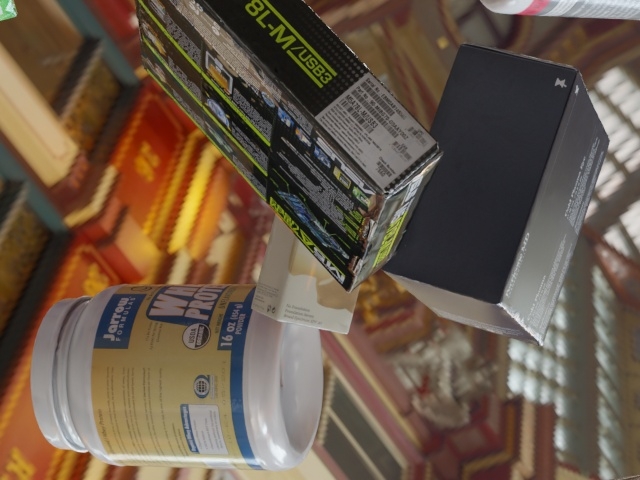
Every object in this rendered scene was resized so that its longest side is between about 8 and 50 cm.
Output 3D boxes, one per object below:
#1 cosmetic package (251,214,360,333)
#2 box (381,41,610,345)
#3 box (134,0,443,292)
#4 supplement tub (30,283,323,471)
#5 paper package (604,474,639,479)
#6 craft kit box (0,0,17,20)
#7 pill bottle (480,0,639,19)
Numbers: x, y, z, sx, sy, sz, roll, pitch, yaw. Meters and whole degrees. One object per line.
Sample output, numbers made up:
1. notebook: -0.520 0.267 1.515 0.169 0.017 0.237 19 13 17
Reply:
1. cosmetic package: 0.000 0.000 0.942 0.041 0.060 0.115 18 -85 59
2. box: 0.260 -0.058 2.003 0.179 0.312 0.343 17 -99 22
3. box: -0.025 -0.073 0.748 0.045 0.190 0.184 -41 170 -12
4. supplement tub: -0.110 0.106 1.103 0.200 0.144 0.144 -1 -142 16
5. paper package: 0.256 0.397 1.364 0.325 0.309 0.168 -11 169 -15
6. craft kit box: -0.398 -0.403 1.515 0.061 0.246 0.250 -17 -114 -6
7. pill bottle: 0.329 -0.322 1.484 0.319 0.176 0.176 0 -160 -17
